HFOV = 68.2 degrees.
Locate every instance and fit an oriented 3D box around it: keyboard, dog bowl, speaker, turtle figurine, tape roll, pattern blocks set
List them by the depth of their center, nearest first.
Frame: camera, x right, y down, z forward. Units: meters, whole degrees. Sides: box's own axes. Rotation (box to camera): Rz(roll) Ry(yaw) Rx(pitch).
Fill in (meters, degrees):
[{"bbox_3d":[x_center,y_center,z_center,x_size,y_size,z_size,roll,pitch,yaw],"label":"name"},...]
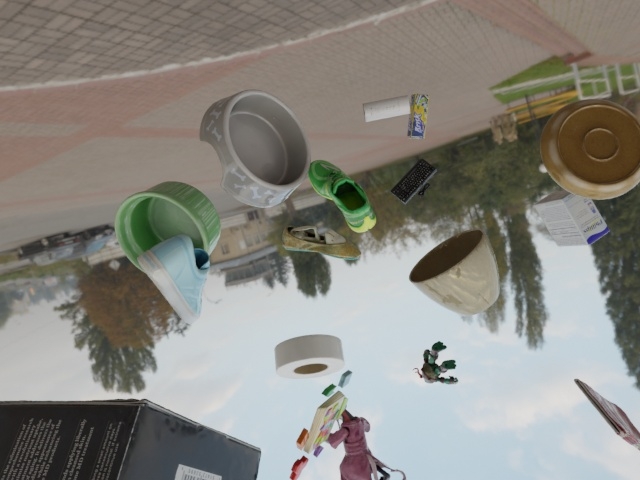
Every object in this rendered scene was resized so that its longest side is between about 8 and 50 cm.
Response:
[{"bbox_3d":[-0.172,-0.276,1.377,0.348,0.349,0.102,-20,180,-44],"label":"dog bowl"},{"bbox_3d":[0.195,-0.390,1.398,0.136,0.055,0.055,-10,-175,8],"label":"speaker"},{"bbox_3d":[0.012,0.573,1.484,0.026,0.325,0.285,25,-152,26],"label":"pattern blocks set"},{"bbox_3d":[0.363,-0.218,1.790,0.180,0.108,0.023,-47,166,-4],"label":"keyboard"},{"bbox_3d":[0.445,0.493,1.816,0.118,0.175,0.234,-32,149,-25],"label":"turtle figurine"},{"bbox_3d":[-0.045,0.478,1.927,0.286,0.100,0.286,-7,149,-4],"label":"tape roll"}]

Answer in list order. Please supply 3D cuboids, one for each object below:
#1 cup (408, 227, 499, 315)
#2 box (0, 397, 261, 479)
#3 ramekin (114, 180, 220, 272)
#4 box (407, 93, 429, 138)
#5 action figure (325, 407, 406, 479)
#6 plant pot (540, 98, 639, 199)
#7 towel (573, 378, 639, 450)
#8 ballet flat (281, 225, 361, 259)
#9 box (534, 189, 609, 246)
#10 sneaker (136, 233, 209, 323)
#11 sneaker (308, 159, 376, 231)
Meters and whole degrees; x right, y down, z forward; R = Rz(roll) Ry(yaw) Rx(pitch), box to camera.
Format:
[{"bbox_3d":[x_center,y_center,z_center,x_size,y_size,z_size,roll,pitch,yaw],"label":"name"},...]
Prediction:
[{"bbox_3d":[0.540,0.145,1.800,0.331,0.237,0.331,-37,-172,6],"label":"cup"},{"bbox_3d":[-0.467,0.565,1.068,0.471,0.297,0.480,-7,145,23],"label":"box"},{"bbox_3d":[-0.460,-0.036,1.470,0.303,0.303,0.148,-14,-157,22],"label":"ramekin"},{"bbox_3d":[0.384,-0.487,1.862,0.059,0.169,0.054,2,-168,-9],"label":"box"},{"bbox_3d":[0.138,0.838,1.918,0.248,0.370,0.275,-18,-178,-35],"label":"action figure"},{"bbox_3d":[0.612,-0.208,1.044,0.236,0.236,0.032,-16,169,2],"label":"plant pot"},{"bbox_3d":[1.061,0.634,1.693,0.037,0.329,0.237,-47,-149,16],"label":"towel"},{"bbox_3d":[0.000,0.000,1.972,0.348,0.123,0.123,9,-168,18],"label":"ballet flat"},{"bbox_3d":[0.651,-0.060,1.233,0.072,0.137,0.126,-31,-179,-7],"label":"box"},{"bbox_3d":[-0.337,0.104,1.223,0.150,0.135,0.366,-37,162,-18],"label":"sneaker"},{"bbox_3d":[0.063,-0.155,1.376,0.109,0.295,0.123,-33,147,-12],"label":"sneaker"}]
